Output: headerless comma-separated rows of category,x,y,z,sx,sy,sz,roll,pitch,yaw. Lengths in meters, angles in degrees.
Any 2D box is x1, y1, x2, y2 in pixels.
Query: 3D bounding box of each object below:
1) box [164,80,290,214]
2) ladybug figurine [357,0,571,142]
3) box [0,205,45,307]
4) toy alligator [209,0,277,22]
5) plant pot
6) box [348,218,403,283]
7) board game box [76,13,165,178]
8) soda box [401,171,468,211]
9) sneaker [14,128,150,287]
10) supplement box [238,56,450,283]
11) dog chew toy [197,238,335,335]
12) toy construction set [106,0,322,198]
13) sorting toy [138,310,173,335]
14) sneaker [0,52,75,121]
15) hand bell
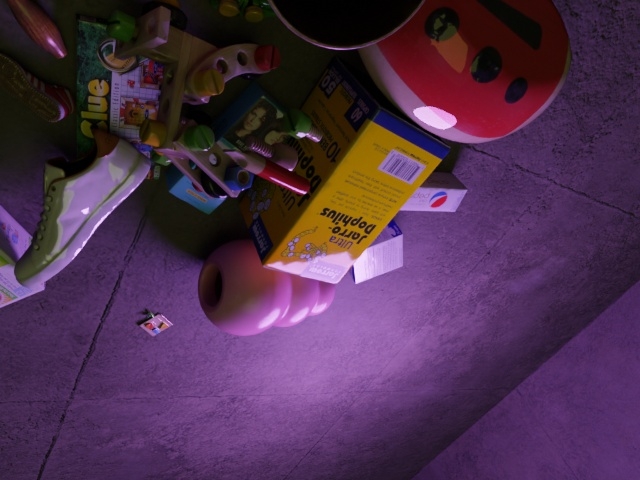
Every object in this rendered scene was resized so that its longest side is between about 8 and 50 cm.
box,-0.163,-0.163,0.877,0.244,0.060,0.100,-41,136,15
ladybug figurine,0.247,-0.322,0.773,0.449,0.162,0.305,8,89,-32
box,-0.573,0.012,0.807,0.114,0.103,0.203,-23,138,-5
toy alligator,-0.100,-0.357,0.730,0.189,0.056,0.051,-1,175,-31
plant pot,0.007,-0.385,0.590,0.215,0.230,0.215,-10,134,-11
box,0.131,0.025,1.205,0.137,0.072,0.126,-20,138,-9
board game box,-0.317,-0.214,0.773,0.136,0.030,0.260,1,131,-25
soda box,0.228,-0.116,1.114,0.216,0.074,0.069,0,131,-28
sneaker,-0.416,-0.059,0.774,0.290,0.106,0.123,-50,130,-1
supplement box,0.030,-0.118,0.920,0.195,0.194,0.356,16,122,-38
dog chew toy,-0.101,0.106,1.084,0.331,0.207,0.207,7,128,-43
toy construction set,-0.168,-0.184,0.653,0.237,0.309,0.257,19,106,-50
sorting toy,-0.399,0.197,1.148,0.062,0.012,0.083,-27,138,0
sneaker,-0.418,-0.226,0.707,0.042,0.067,0.118,-40,107,17
hand bell,-0.393,-0.325,0.589,0.126,0.126,0.242,-26,150,-1
